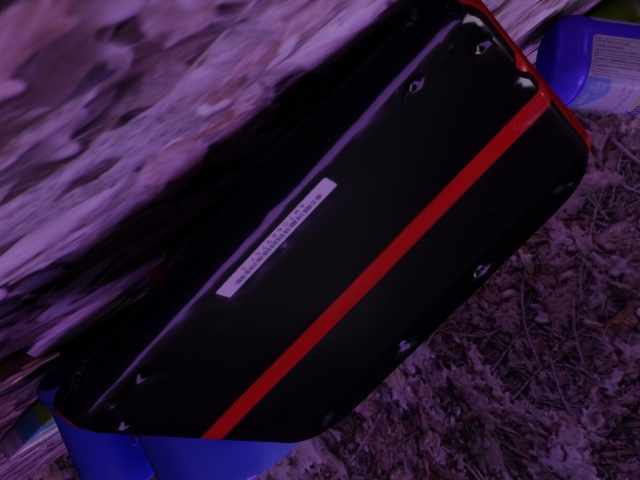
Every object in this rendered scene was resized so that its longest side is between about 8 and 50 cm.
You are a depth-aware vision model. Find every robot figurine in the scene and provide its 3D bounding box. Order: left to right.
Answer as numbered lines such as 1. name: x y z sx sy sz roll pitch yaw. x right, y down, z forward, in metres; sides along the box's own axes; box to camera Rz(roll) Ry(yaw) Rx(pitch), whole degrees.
1. robot figurine: 0.370 -0.267 1.224 0.115 0.067 0.101 -35 -157 -5

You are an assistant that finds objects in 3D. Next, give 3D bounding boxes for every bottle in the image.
1. bottle: 0.386 -0.184 1.084 0.282 0.092 0.118 7 170 -3

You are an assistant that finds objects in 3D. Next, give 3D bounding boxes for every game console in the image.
1. game console: 0.026 0.012 0.744 0.386 0.060 0.342 -47 149 12

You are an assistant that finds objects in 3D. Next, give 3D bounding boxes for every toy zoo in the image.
1. toy zoo: -0.321 0.209 1.311 0.192 0.030 0.293 -32 175 -38

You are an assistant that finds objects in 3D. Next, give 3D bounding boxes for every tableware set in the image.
1. tableware set: -0.298 0.140 0.794 0.168 0.020 0.141 -39 175 35

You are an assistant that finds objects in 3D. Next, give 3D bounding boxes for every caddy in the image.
1. caddy: -0.126 0.128 1.012 0.241 0.179 0.341 -11 -169 34

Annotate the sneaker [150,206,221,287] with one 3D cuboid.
1. sneaker: 0.000 0.000 0.853 0.299 0.121 0.112 -25 165 -44
